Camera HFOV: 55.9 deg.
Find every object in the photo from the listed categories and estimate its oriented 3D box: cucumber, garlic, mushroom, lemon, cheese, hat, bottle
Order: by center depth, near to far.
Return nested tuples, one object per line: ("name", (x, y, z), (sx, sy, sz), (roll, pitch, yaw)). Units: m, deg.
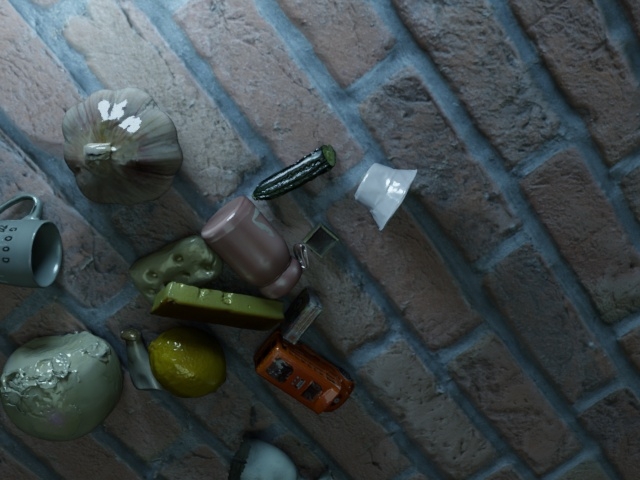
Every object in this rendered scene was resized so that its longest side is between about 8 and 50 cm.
("garlic", (-0.515, -0.241, 1.579), (0.321, 0.241, 0.322), (-12, 117, -23))
("hat", (0.174, -0.139, 1.709), (0.126, 0.203, 0.203), (29, 104, 1))
("cucumber", (-0.074, -0.183, 1.711), (0.265, 0.077, 0.077), (-29, 109, 7))
("bottle", (-0.172, 0.020, 1.724), (0.297, 0.173, 0.206), (49, 67, -19))
("cheese", (-0.414, 0.086, 1.758), (0.262, 0.093, 0.159), (-27, 112, 5))
("lemon", (-0.392, 0.362, 1.799), (0.260, 0.204, 0.204), (34, 103, -21))
("mushroom", (-0.543, 0.372, 1.850), (0.116, 0.093, 0.225), (-18, 92, 46))

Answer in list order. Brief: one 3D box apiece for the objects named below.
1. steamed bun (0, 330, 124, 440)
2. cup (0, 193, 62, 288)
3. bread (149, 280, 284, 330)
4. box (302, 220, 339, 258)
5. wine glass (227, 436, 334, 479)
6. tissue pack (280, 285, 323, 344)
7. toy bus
("steamed bun", (-0.761, 0.449, 1.776), (0.333, 0.233, 0.312), (-13, 109, 1))
("cup", (-0.857, -0.006, 1.660), (0.233, 0.186, 0.258), (5, 79, 1))
("bread", (-0.293, 0.194, 1.739), (0.361, 0.077, 0.138), (13, 153, -27))
("box", (0.000, 0.000, 1.798), (0.079, 0.035, 0.083), (39, 101, -16))
("wine glass", (-0.134, 0.780, 1.978), (0.356, 0.190, 0.191), (23, 105, -16))
("tissue pack", (-0.059, 0.227, 1.831), (0.060, 0.109, 0.148), (34, 102, -18))
("toy bus", (-0.043, 0.428, 1.880), (0.329, 0.153, 0.143), (38, 100, -16))
